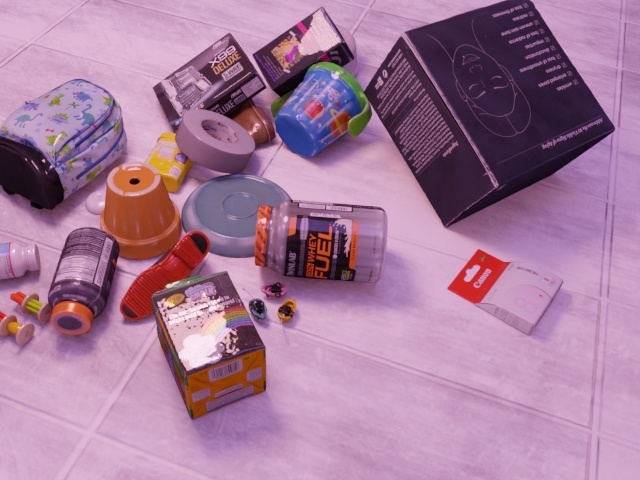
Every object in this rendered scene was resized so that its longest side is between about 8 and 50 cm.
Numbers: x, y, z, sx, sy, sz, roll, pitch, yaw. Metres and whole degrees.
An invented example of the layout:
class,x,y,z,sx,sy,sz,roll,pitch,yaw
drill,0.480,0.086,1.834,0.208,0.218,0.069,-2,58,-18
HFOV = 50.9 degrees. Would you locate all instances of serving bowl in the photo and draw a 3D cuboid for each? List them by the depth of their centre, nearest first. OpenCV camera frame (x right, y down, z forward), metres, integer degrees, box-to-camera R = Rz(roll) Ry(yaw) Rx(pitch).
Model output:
class,x,y,z,sx,sy,sz,roll,pitch,yaw
serving bowl,-0.597,-0.108,1.824,0.083,0.027,0.083,3,47,-3

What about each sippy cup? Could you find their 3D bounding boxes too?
class,x,y,z,sx,sy,sz,roll,pitch,yaw
sippy cup,-0.011,-0.377,2.021,0.240,0.305,0.224,48,64,-9

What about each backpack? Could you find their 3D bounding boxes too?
class,x,y,z,sx,sy,sz,roll,pitch,yaw
backpack,-0.699,-0.280,1.850,0.290,0.273,0.355,26,37,26

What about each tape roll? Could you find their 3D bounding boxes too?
class,x,y,z,sx,sy,sz,roll,pitch,yaw
tape roll,-0.299,-0.284,1.917,0.219,0.072,0.219,23,30,-14

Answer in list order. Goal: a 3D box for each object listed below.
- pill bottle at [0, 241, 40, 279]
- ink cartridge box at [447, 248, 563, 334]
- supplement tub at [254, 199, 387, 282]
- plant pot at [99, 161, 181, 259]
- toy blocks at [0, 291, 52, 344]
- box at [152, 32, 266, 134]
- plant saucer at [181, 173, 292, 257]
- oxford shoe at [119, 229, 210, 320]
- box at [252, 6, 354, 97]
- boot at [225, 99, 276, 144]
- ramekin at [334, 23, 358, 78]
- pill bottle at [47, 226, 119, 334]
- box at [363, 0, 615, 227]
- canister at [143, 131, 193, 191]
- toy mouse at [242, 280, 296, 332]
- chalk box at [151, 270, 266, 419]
class,x,y,z,sx,sy,sz,roll,pitch,yaw
pill bottle,-0.764,0.050,1.615,0.160,0.087,0.087,-8,48,-14
ink cartridge box,0.471,0.112,1.710,0.232,0.066,0.189,33,52,18
supplement tub,0.000,0.000,1.670,0.316,0.194,0.194,4,46,-1
plant pot,-0.464,-0.088,1.708,0.205,0.188,0.205,3,46,-3
toy blocks,-0.706,0.160,1.539,0.148,0.054,0.123,22,49,15
box,-0.345,-0.471,2.069,0.307,0.076,0.242,-34,53,4
plant saucer,-0.220,-0.084,1.831,0.317,0.044,0.318,3,47,-3
oxford shoe,-0.377,0.091,1.632,0.097,0.098,0.271,49,67,-9
box,-0.052,-0.584,2.136,0.270,0.165,0.143,-31,79,12
boot,-0.263,-0.404,2.094,0.115,0.112,0.305,-28,57,-15
ramekin,0.001,-0.651,2.333,0.272,0.127,0.273,3,46,-3
pill bottle,-0.554,0.096,1.564,0.130,0.130,0.246,2,47,-4
box,0.466,-0.368,1.889,0.480,0.297,0.472,-24,78,-26
canister,-0.432,-0.223,1.920,0.126,0.073,0.170,14,48,6
toy mouse,-0.126,0.149,1.626,0.143,0.031,0.161,17,47,10
chalk box,-0.253,0.200,1.466,0.180,0.179,0.289,-17,50,-20
